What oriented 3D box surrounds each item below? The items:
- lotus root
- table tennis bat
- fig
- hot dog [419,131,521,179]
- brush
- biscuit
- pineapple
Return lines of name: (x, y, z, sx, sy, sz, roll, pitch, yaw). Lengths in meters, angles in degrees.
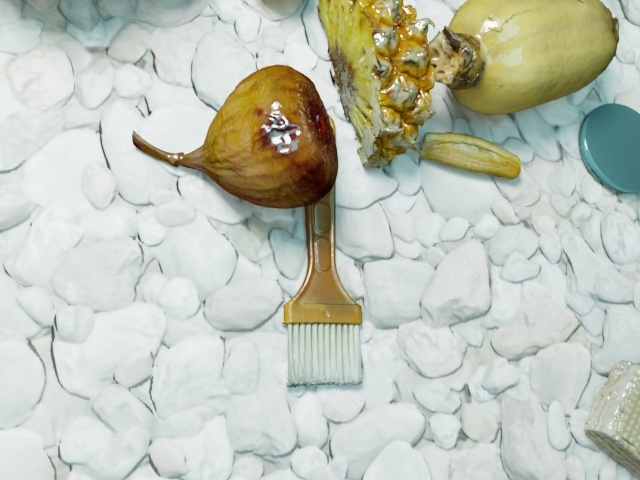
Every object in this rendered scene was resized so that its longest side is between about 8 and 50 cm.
lotus root: (0.243, -0.232, 0.792, 0.303, 0.130, 0.146, -17, 99, -30)
table tennis bat: (0.428, -0.097, 0.880, 0.124, 0.033, 0.201, -43, 91, -20)
fig: (-0.086, -0.088, 0.675, 0.201, 0.134, 0.146, -17, 50, 7)
hot dog: (0.184, -0.106, 0.801, 0.136, 0.028, 0.044, 10, 101, -14)
brush: (0.000, 0.000, 0.724, 0.090, 0.017, 0.315, 3, 76, -21)
biscuit: (0.429, 0.252, 0.784, 0.238, 0.062, 0.108, 40, 69, -7)
pineapple: (0.071, -0.206, 0.729, 0.079, 0.135, 0.233, -11, 80, -21)
